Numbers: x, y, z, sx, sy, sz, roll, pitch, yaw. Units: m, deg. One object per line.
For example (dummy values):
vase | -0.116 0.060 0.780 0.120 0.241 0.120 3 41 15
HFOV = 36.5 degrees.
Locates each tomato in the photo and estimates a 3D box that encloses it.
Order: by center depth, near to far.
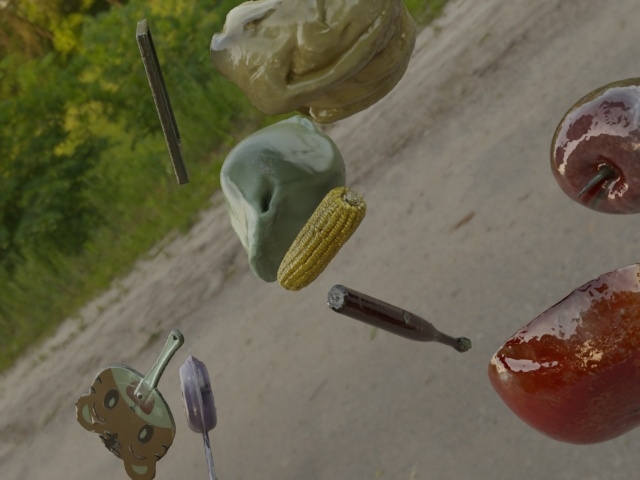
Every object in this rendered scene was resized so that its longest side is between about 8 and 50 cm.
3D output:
tomato | 0.399 0.174 1.313 0.338 0.338 0.144 -40 52 23

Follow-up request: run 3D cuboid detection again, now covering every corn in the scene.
corn | 0.000 0.000 1.462 0.203 0.072 0.072 -53 14 35

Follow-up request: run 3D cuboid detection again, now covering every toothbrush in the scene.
toothbrush | 0.126 0.123 1.414 0.040 0.364 0.041 -14 66 34

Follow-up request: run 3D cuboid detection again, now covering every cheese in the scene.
cheese | -0.163 0.240 1.330 0.042 0.191 0.105 -12 -8 -10

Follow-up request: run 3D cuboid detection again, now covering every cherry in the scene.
cherry | 0.483 -0.150 1.536 0.285 0.213 0.236 -37 27 -30

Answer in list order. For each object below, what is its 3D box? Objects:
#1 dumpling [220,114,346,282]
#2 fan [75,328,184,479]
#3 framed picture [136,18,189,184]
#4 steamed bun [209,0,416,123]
dumpling | -0.053 -0.079 1.767 0.320 0.270 0.211 -34 8 -30
fan | -0.233 0.204 1.269 0.227 0.152 0.008 -56 -16 25
framed picture | -0.261 -0.237 1.598 0.020 0.241 0.324 -15 19 -5
steamed bun | -0.002 -0.311 1.590 0.324 0.231 0.372 -14 15 7
